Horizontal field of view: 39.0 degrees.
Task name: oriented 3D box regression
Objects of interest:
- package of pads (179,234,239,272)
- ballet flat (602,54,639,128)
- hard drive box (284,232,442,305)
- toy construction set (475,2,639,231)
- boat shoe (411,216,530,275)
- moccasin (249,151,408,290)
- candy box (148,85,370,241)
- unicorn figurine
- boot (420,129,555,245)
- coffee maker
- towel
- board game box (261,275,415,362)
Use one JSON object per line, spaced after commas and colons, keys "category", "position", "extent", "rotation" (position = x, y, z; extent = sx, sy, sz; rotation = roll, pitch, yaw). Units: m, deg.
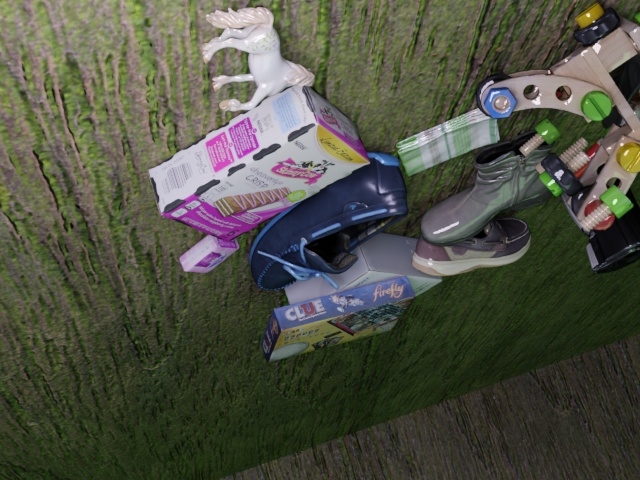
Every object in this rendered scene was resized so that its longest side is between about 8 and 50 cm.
{"category": "package of pads", "position": [-0.169, 0.019, 1.368], "extent": [0.083, 0.032, 0.050], "rotation": [-36, 155, 33]}
{"category": "ballet flat", "position": [0.479, -0.205, 1.336], "extent": [0.095, 0.096, 0.280], "rotation": [-22, 158, 2]}
{"category": "hard drive box", "position": [0.076, 0.067, 1.618], "extent": [0.181, 0.089, 0.232], "rotation": [-34, 154, 30]}
{"category": "toy construction set", "position": [0.375, -0.171, 1.193], "extent": [0.237, 0.257, 0.309], "rotation": [-42, 166, 14]}
{"category": "boat shoe", "position": [0.281, -0.008, 1.620], "extent": [0.285, 0.103, 0.092], "rotation": [-13, 122, -35]}
{"category": "moccasin", "position": [0.000, 0.000, 1.360], "extent": [0.137, 0.117, 0.342], "rotation": [-3, 152, -37]}
{"category": "candy box", "position": [-0.075, -0.093, 1.142], "extent": [0.233, 0.071, 0.159], "rotation": [-29, 156, 18]}
{"category": "unicorn figurine", "position": [-0.063, -0.185, 0.955], "extent": [0.111, 0.060, 0.162], "rotation": [-19, 158, -4]}
{"category": "boot", "position": [0.262, -0.094, 1.458], "extent": [0.246, 0.083, 0.161], "rotation": [-24, 147, 4]}
{"category": "coffee maker", "position": [0.526, -0.051, 1.624], "extent": [0.120, 0.178, 0.171], "rotation": [-13, 157, -21]}
{"category": "towel", "position": [0.190, -0.141, 1.327], "extent": [0.152, 0.023, 0.113], "rotation": [-23, 157, 6]}
{"category": "board game box", "position": [0.028, 0.138, 1.564], "extent": [0.243, 0.042, 0.165], "rotation": [-13, 157, -18]}
